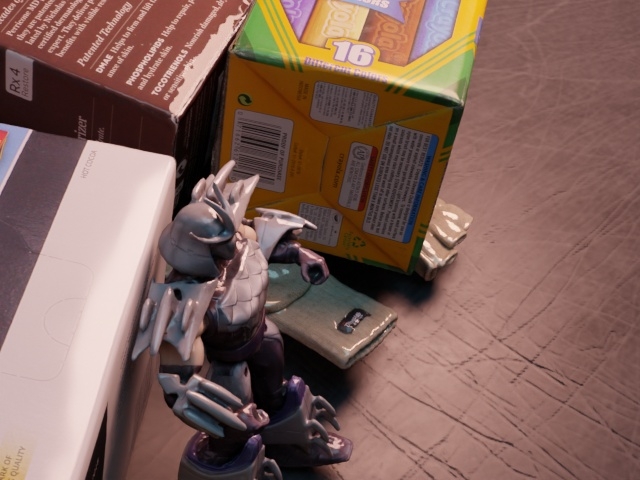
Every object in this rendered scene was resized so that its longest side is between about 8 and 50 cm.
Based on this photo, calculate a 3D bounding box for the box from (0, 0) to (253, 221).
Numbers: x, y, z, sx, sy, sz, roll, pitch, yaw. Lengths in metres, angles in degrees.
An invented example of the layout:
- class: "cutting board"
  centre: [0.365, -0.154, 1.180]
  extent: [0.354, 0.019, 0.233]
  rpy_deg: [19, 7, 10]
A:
- class: "box"
  centre: [-0.181, -0.132, 1.063]
  extent: [0.203, 0.168, 0.167]
  rpy_deg: [22, 51, 6]

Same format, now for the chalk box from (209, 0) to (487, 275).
- class: "chalk box"
  centre: [0.035, -0.144, 1.080]
  extent: [0.179, 0.180, 0.289]
  rpy_deg: [15, 42, 4]

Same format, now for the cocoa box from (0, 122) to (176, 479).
- class: "cocoa box"
  centre: [-0.237, 0.112, 0.783]
  extent: [0.228, 0.231, 0.347]
  rpy_deg: [11, 41, -2]

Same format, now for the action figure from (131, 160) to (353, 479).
- class: "action figure"
  centre: [-0.050, 0.073, 0.851]
  extent: [0.099, 0.285, 0.185]
  rpy_deg: [14, 49, 21]

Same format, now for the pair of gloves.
- class: "pair of gloves"
  centre: [0.000, 0.000, 1.079]
  extent: [0.204, 0.042, 0.240]
  rpy_deg: [27, 44, 17]
